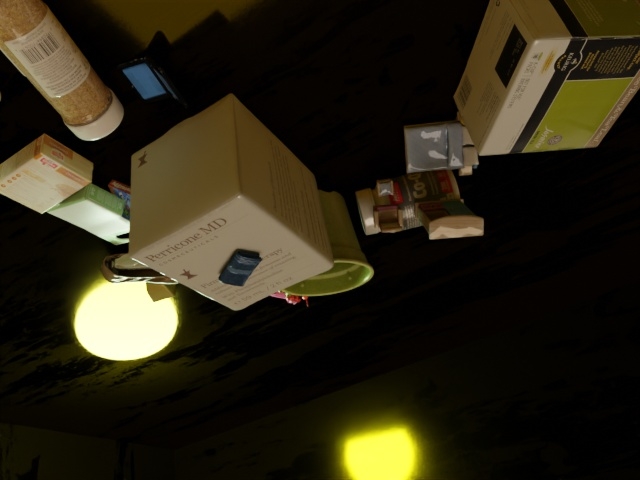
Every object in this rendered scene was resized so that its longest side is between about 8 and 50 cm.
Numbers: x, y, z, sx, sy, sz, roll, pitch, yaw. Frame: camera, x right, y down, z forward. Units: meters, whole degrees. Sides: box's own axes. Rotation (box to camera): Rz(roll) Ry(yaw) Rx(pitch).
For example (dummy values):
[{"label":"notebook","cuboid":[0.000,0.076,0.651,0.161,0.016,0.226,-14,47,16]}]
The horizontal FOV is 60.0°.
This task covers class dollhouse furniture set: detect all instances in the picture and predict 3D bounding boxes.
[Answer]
[{"label":"dollhouse furniture set","cuboid":[0.280,-0.177,1.435,0.287,0.198,0.303,-5,108,0]}]

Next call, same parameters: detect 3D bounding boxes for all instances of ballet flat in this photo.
[{"label":"ballet flat","cuboid":[-0.511,0.071,1.721,0.343,0.116,0.124,-2,159,-6]}]

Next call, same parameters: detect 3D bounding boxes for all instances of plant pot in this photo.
[{"label":"plant pot","cuboid":[-0.544,0.145,1.860,0.081,0.081,0.083,-17,136,8]},{"label":"plant pot","cuboid":[0.000,0.000,1.630,0.277,0.253,0.276,-7,156,-3]}]

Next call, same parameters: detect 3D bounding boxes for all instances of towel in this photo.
[{"label":"towel","cuboid":[-0.190,0.067,1.299,0.067,0.029,0.119,11,141,-29]}]

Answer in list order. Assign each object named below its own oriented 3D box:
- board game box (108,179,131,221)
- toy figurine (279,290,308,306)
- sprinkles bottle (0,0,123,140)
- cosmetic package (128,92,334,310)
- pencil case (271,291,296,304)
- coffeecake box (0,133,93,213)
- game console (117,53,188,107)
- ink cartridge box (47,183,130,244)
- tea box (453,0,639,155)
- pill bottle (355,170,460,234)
[{"label":"board game box","cuboid":[-0.492,-0.050,1.558,0.145,0.027,0.281,21,148,11]},{"label":"toy figurine","cuboid":[-0.180,0.105,1.809,0.218,0.191,0.362,-3,166,15]},{"label":"sprinkles bottle","cuboid":[-0.524,-0.352,1.073,0.121,0.121,0.355,-16,147,5]},{"label":"cosmetic package","cuboid":[-0.221,-0.076,1.400,0.330,0.327,0.394,-26,143,21]},{"label":"pencil case","cuboid":[-0.175,0.170,1.995,0.210,0.098,0.095,16,138,-35]},{"label":"coffeecake box","cuboid":[-0.681,-0.160,1.361,0.186,0.068,0.142,-26,144,20]},{"label":"game console","cuboid":[-0.362,-0.333,1.203,0.071,0.107,0.122,-41,147,-7]},{"label":"ink cartridge box","cuboid":[-0.591,-0.068,1.503,0.171,0.056,0.235,-11,152,31]},{"label":"tea box","cuboid":[0.528,-0.389,1.262,0.324,0.219,0.329,-4,146,-10]},{"label":"pill bottle","cuboid":[0.256,-0.115,1.643,0.284,0.161,0.161,-14,147,3]}]
